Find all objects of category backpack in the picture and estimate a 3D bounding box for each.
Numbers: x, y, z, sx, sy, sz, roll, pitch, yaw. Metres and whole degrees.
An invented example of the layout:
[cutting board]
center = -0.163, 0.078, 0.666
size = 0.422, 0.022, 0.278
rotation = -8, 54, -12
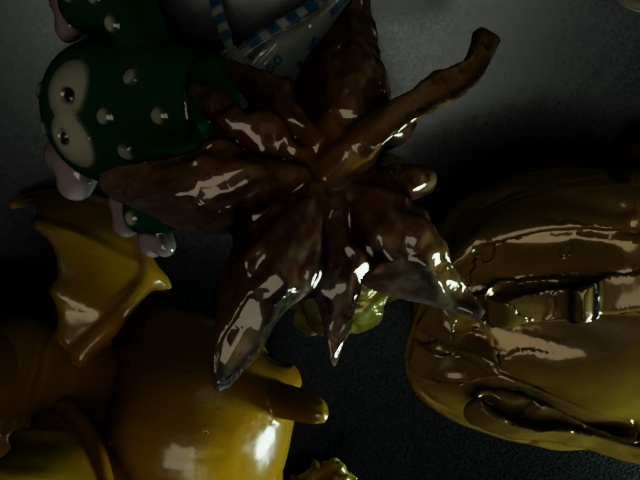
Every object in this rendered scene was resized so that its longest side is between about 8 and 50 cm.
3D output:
[backpack]
center = 0.268, 0.064, 0.794
size = 0.378, 0.201, 0.353
rotation = 11, 117, -11

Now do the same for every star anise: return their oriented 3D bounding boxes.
[star anise]
center = 0.010, -0.051, 0.601
size = 0.350, 0.109, 0.292
rotation = -10, 94, -20

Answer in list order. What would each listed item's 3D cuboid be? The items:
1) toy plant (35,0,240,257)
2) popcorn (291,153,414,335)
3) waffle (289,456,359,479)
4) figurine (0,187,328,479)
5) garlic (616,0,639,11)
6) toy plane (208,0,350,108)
[toy plant]
center = -0.182, -0.119, 0.700
size = 0.243, 0.113, 0.232
rotation = 34, 119, 26
[popcorn]
center = 0.000, -0.001, 0.755
size = 0.186, 0.167, 0.187
rotation = 18, 120, 12
[waffle]
center = -0.025, 0.362, 0.953
size = 0.211, 0.160, 0.055
rotation = -42, 111, 18
[figurine]
center = -0.208, 0.179, 0.750
size = 0.387, 0.401, 0.268
rotation = 12, 128, -11
[garlic]
center = 0.284, -0.284, 0.678
size = 0.194, 0.127, 0.131
rotation = 33, 93, 10
[toy plane]
center = -0.020, -0.200, 0.725
size = 0.182, 0.107, 0.273
rotation = 36, 93, 26
